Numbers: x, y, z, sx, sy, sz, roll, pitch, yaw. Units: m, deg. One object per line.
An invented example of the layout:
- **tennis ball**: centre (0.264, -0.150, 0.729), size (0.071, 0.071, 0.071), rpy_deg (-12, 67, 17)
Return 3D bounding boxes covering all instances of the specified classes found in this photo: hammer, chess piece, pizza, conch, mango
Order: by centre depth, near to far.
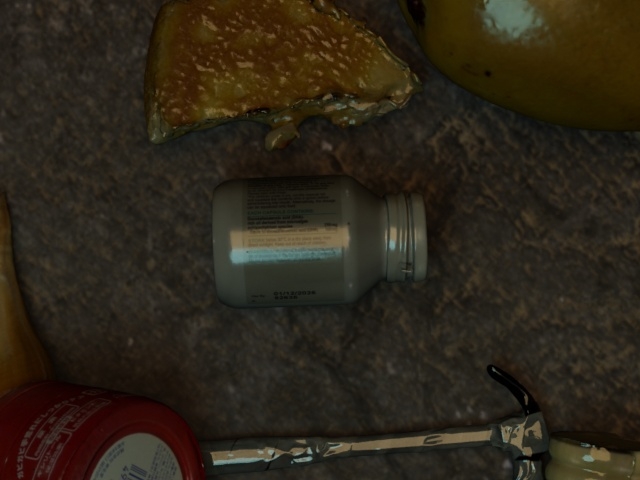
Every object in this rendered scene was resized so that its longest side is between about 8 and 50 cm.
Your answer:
- **chess piece**: centre (0.274, 0.353, 1.545), size (0.124, 0.139, 0.307), rpy_deg (9, 90, 20)
- **mango**: centre (0.292, -0.261, 1.547), size (0.445, 0.232, 0.300), rpy_deg (8, 80, -8)
- **conch**: centre (-0.329, 0.109, 1.590), size (0.109, 0.093, 0.330), rpy_deg (-15, 63, 17)
- **hammer**: centre (0.027, 0.224, 1.591), size (0.427, 0.044, 0.152), rpy_deg (-7, 84, 0)
- **pizza**: centre (-0.041, -0.185, 1.618), size (0.297, 0.071, 0.189), rpy_deg (-6, 72, -3)

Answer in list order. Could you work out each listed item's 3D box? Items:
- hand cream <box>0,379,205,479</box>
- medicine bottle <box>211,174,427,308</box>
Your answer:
- **hand cream**: centre (-0.230, 0.251, 1.482), size (0.149, 0.230, 0.230), rpy_deg (2, 83, 38)
- **medicine bottle**: centre (0.000, 0.000, 1.565), size (0.215, 0.135, 0.135), rpy_deg (-2, 84, 0)
